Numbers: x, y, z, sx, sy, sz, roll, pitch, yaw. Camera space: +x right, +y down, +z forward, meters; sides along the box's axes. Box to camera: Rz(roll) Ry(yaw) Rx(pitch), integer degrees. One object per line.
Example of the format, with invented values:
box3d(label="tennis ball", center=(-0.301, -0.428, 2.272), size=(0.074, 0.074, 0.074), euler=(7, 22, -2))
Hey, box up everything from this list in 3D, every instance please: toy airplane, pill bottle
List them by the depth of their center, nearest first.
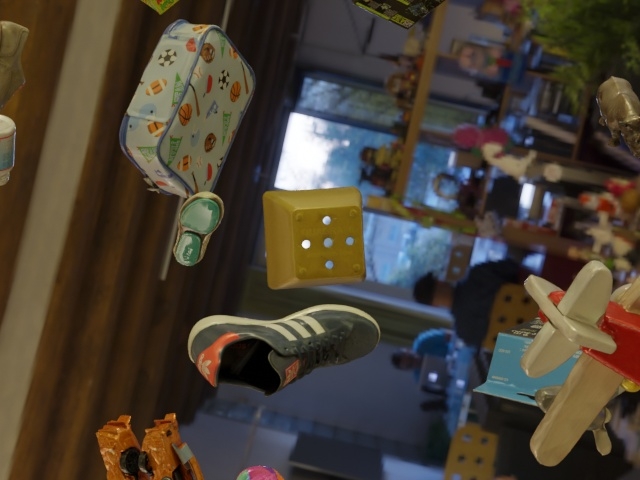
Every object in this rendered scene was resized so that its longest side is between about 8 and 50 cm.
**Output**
box3d(label="toy airplane", center=(0.465, 0.140, 1.489), size=(0.272, 0.386, 0.384), euler=(-83, -24, -67))
box3d(label="pill bottle", center=(-0.769, -0.211, 2.374), size=(0.087, 0.087, 0.160), euler=(-73, -1, -53))

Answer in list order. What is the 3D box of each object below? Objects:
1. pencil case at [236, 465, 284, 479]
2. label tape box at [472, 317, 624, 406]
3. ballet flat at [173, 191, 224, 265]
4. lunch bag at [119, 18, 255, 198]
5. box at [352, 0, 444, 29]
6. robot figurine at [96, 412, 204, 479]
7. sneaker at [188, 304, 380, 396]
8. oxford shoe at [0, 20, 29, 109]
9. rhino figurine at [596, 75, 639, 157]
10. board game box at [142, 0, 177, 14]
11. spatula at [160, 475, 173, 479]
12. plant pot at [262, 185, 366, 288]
box3d(label="pencil case", center=(-0.057, 0.420, 1.410), size=(0.236, 0.104, 0.104), euler=(46, 129, 56))
box3d(label="label tape box", center=(0.490, 0.248, 2.042), size=(0.333, 0.240, 0.106), euler=(-8, -76, -57))
box3d(label="ballet flat", center=(-0.169, -0.028, 1.388), size=(0.168, 0.057, 0.052), euler=(124, 166, -50))
box3d(label="lunch bag", center=(-0.236, -0.225, 1.824), size=(0.303, 0.115, 0.243), euler=(-68, -26, -16))
box3d(label="box", center=(0.176, -0.489, 1.898), size=(0.190, 0.184, 0.045), euler=(8, -123, -51))
box3d(label="robot figurine", center=(-0.273, 0.443, 1.735), size=(0.085, 0.211, 0.291), euler=(-43, -58, -56))
box3d(label="sneaker", center=(-0.048, 0.203, 1.749), size=(0.148, 0.350, 0.131), euler=(-126, 35, -59))
box3d(label="oxford shoe", center=(-0.801, -0.376, 2.510), size=(0.123, 0.130, 0.348), euler=(33, 113, 46))
box3d(label="rhino figurine", center=(0.564, -0.226, 1.864), size=(0.243, 0.073, 0.106), euler=(-86, -14, -60))
box3d(label="board game box", center=(-0.337, -0.535, 2.095), size=(0.043, 0.092, 0.181), euler=(54, 173, -35))
box3d(label="spatula", center=(-0.242, 0.516, 1.558), size=(0.030, 0.084, 0.297), euler=(11, -102, -59))
box3d(label="plant pot", center=(0.000, 0.000, 2.087), size=(0.187, 0.212, 0.212), euler=(-157, 63, -80))
